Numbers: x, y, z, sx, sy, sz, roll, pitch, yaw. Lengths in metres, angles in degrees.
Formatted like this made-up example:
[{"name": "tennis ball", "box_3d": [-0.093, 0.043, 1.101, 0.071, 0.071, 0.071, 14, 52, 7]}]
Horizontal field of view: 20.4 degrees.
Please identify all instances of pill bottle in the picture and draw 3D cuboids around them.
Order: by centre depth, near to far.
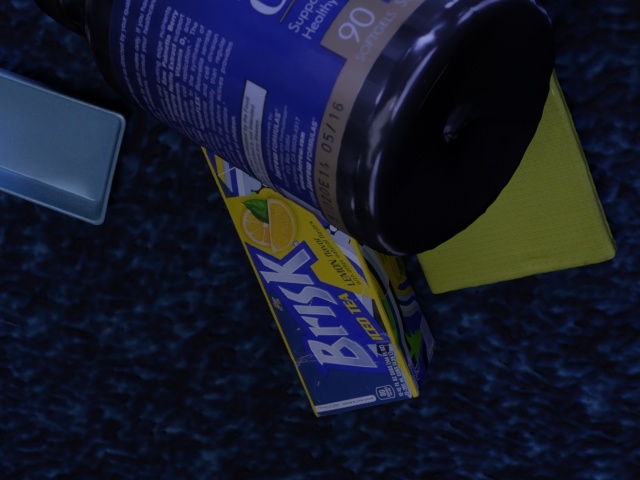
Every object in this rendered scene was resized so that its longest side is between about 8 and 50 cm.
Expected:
[{"name": "pill bottle", "box_3d": [-0.021, -0.092, 0.755, 0.219, 0.123, 0.123, 31, 126, 30]}]

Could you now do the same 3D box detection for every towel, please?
[{"name": "towel", "box_3d": [0.058, -0.086, 0.833, 0.102, 0.021, 0.237, -11, 115, 27]}]

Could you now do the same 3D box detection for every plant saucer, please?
[{"name": "plant saucer", "box_3d": [-0.192, -0.069, 0.913, 0.192, 0.018, 0.067, 20, 121, 6]}]

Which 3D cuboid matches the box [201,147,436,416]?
[{"name": "box", "box_3d": [0.000, 0.000, 0.874, 0.059, 0.054, 0.169, -13, 113, 21]}]
